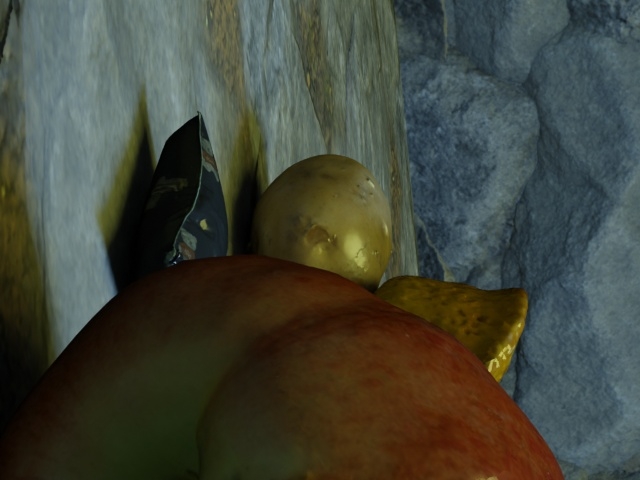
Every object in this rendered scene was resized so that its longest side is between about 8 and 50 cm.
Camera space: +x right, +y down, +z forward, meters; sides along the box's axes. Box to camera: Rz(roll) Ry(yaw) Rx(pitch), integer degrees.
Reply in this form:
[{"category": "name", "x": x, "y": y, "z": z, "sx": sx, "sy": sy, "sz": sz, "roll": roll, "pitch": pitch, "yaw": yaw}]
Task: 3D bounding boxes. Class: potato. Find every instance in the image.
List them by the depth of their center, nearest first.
[{"category": "potato", "x": 0.000, "y": 0.000, "z": 1.245, "sx": 0.178, "sy": 0.109, "sz": 0.118, "roll": -72, "pitch": -179, "yaw": -70}]

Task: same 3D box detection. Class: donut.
[{"category": "donut", "x": 0.045, "y": 0.155, "z": 1.175, "sx": 0.303, "sy": 0.110, "sz": 0.303, "roll": 24, "pitch": 90, "yaw": -84}]

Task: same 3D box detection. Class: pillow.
[{"category": "pillow", "x": -0.076, "y": 0.004, "z": 0.909, "sx": 0.150, "sy": 0.048, "sz": 0.090, "roll": -86, "pitch": 167, "yaw": -56}]

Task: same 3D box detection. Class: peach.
[{"category": "peach", "x": -0.006, "y": 0.131, "z": 0.661, "sx": 0.256, "sy": 0.232, "sz": 0.232, "roll": 35, "pitch": 48, "yaw": -53}]
